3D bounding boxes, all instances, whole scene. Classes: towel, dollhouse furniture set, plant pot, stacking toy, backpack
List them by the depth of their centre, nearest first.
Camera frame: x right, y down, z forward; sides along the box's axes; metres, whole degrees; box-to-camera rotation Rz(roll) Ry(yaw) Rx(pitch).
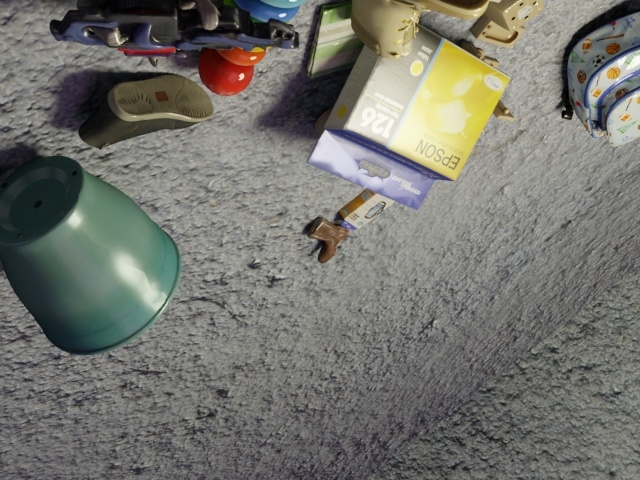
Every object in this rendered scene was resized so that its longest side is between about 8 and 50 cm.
[{"bbox_3d":[-0.105,-0.348,1.684,0.141,0.141,0.330,-8,150,-37],"label":"stacking toy"},{"bbox_3d":[-0.404,0.008,1.812,0.272,0.271,0.255,-31,138,-1],"label":"plant pot"},{"bbox_3d":[0.035,-0.353,1.909,0.113,0.023,0.152,-19,147,-26],"label":"towel"},{"bbox_3d":[0.339,-0.442,1.983,0.109,0.096,0.109,-36,151,7],"label":"plant pot"},{"bbox_3d":[0.345,-0.332,2.132,0.144,0.123,0.151,2,137,-46],"label":"dollhouse furniture set"},{"bbox_3d":[0.646,-0.346,2.337,0.277,0.213,0.263,-31,141,4],"label":"backpack"}]

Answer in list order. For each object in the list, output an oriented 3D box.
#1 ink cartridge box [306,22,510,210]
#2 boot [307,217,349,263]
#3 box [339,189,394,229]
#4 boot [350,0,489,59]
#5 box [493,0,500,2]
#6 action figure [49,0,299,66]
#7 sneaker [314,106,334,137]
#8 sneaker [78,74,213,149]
[{"bbox_3d":[0.165,-0.222,2.009,0.304,0.072,0.307,20,98,-40],"label":"ink cartridge box"},{"bbox_3d":[0.000,0.000,2.406,0.106,0.037,0.114,-55,149,14],"label":"boot"},{"bbox_3d":[0.102,-0.075,2.401,0.136,0.028,0.081,-36,152,12],"label":"box"},{"bbox_3d":[0.149,-0.364,1.748,0.095,0.262,0.203,-52,155,-26],"label":"boot"},{"bbox_3d":[0.268,-0.516,1.744,0.127,0.148,0.232,-3,140,-42],"label":"box"},{"bbox_3d":[-0.189,-0.367,1.514,0.341,0.178,0.330,5,146,-12],"label":"action figure"},{"bbox_3d":[0.142,-0.210,2.128,0.302,0.121,0.108,-17,148,-26],"label":"sneaker"},{"bbox_3d":[-0.282,-0.206,1.788,0.118,0.083,0.222,-30,165,38],"label":"sneaker"}]
